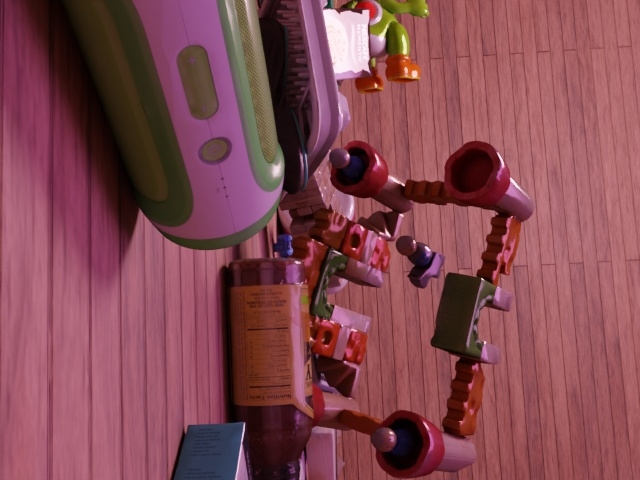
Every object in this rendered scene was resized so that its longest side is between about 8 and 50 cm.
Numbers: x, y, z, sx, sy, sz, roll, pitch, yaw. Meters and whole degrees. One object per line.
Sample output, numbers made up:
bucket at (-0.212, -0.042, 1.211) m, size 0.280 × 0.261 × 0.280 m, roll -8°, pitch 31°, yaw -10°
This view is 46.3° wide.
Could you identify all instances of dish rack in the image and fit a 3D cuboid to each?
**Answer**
dish rack at (-0.037, -0.252, 1.198) m, size 0.285 × 0.072 × 0.333 m, roll 130°, pitch -47°, yaw -63°

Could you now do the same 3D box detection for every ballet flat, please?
ballet flat at (-0.087, -0.198, 1.100) m, size 0.095 × 0.096 × 0.281 m, roll 136°, pitch -51°, yaw -60°

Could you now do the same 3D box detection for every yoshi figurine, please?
yoshi figurine at (0.135, -0.543, 1.786) m, size 0.203 × 0.203 × 0.363 m, roll 178°, pitch -100°, yaw -74°

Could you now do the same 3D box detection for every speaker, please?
speaker at (-0.097, -0.126, 0.509) m, size 0.297 × 0.131 × 0.131 m, roll 84°, pitch 4°, yaw -50°

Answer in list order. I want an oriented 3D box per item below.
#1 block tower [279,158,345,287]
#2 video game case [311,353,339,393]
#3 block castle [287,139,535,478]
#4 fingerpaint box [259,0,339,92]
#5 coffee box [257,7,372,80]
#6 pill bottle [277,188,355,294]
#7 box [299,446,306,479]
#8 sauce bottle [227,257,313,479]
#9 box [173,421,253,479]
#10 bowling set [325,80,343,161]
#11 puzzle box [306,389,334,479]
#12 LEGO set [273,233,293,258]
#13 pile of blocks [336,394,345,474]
block tower at (-0.019, -0.070, 1.428) m, size 0.097 × 0.090 × 0.336 m, roll -74°, pitch 148°, yaw -55°
video game case at (-0.003, 0.177, 1.321) m, size 0.190 × 0.022 × 0.173 m, roll 45°, pitch 31°, yaw -68°
block castle at (0.100, 0.083, 1.082) m, size 0.212 × 0.302 × 0.454 m, roll 24°, pitch 78°, yaw -47°
fingerpaint box at (-0.041, -0.608, 1.746) m, size 0.445 × 0.163 × 0.372 m, roll 79°, pitch 9°, yaw -72°
coffee box at (-0.013, -0.379, 1.455) m, size 0.246 × 0.098 × 0.141 m, roll -20°, pitch 112°, yaw -46°
pill bottle at (0.000, 0.000, 1.805) m, size 0.319 × 0.176 × 0.177 m, roll 83°, pitch 5°, yaw -57°
box at (-0.058, 0.377, 1.373) m, size 0.324 × 0.063 × 0.067 m, roll -86°, pitch 174°, yaw -67°
sauce bottle at (-0.065, 0.197, 0.987) m, size 0.111 × 0.111 × 0.345 m, roll 51°, pitch 37°, yaw -85°
box at (-0.101, 0.277, 0.644) m, size 0.244 × 0.060 × 0.101 m, roll -88°, pitch 174°, yaw -62°
bowling set at (-0.043, -0.321, 1.684) m, size 0.154 × 0.199 × 0.287 m, roll 5°, pitch -111°, yaw 62°
puzzle box at (0.006, 0.423, 1.514) m, size 0.272 × 0.052 × 0.409 m, roll -88°, pitch 177°, yaw -56°
LEGO set at (-0.056, 0.052, 1.533) m, size 0.093 × 0.086 × 0.228 m, roll 27°, pitch 56°, yaw -68°
pile of blocks at (-0.021, 0.423, 1.848) m, size 0.112 × 0.148 × 0.363 m, roll -4°, pitch -99°, yaw 61°
